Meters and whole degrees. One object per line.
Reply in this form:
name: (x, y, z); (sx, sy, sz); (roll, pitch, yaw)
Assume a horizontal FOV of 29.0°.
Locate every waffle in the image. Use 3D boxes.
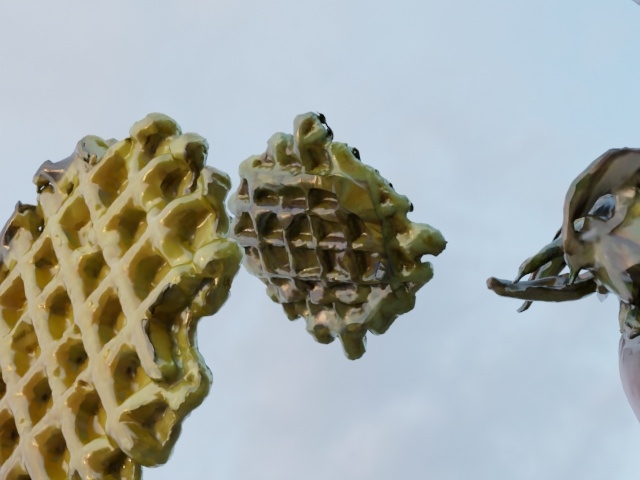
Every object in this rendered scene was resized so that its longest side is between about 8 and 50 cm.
waffle: (-0.171, 0.054, 0.892); (0.060, 0.307, 0.311); (21, -92, -43)
waffle: (-0.002, 0.001, 1.206); (0.054, 0.223, 0.204); (-35, -13, -48)

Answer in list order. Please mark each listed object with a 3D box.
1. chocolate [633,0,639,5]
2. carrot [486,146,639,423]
chocolate: (0.331, -0.281, 1.202); (0.112, 0.321, 0.112); (-54, -26, 6)
carrot: (0.259, 0.049, 0.621); (0.331, 0.214, 0.193); (33, -62, -12)
